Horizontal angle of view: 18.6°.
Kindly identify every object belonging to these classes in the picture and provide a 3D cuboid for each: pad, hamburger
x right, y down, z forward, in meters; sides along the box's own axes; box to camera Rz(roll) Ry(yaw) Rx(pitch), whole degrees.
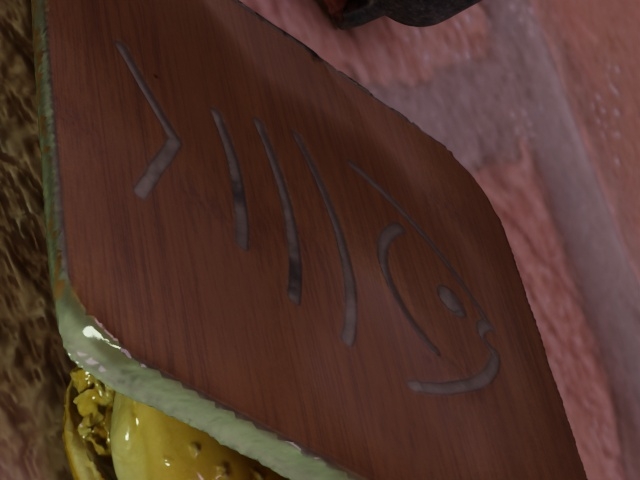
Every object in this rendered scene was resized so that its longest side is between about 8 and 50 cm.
[{"bbox_3d":[0.000,0.000,0.784,0.284,0.018,0.286,31,30,-32],"label":"pad"},{"bbox_3d":[-0.031,0.081,0.771,0.147,0.083,0.138,56,47,-9],"label":"hamburger"}]

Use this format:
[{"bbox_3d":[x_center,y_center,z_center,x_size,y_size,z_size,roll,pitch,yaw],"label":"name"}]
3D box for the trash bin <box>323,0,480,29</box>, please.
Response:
[{"bbox_3d":[0.062,-0.229,0.911,0.161,0.184,0.238,45,40,-24],"label":"trash bin"}]
